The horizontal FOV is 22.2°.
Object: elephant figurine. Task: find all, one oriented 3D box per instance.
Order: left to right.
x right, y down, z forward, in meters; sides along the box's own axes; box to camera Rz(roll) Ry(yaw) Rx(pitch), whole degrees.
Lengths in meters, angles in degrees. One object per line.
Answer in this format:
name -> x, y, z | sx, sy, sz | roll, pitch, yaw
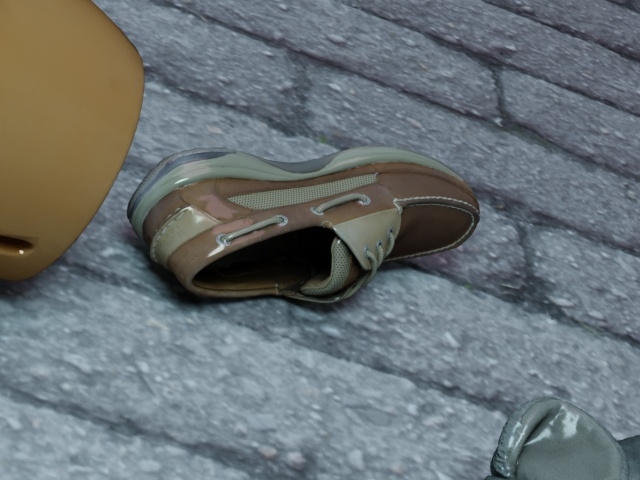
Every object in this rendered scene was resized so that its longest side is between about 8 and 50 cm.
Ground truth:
elephant figurine -> 0.173, 0.196, 1.152 | 0.239, 0.169, 0.186 | 10, 2, 0

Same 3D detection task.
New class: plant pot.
plant pot -> -0.263, -0.101, 1.157 | 0.203, 0.291, 0.291 | 28, 27, -31

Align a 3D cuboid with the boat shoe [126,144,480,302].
boat shoe -> 0.000, 0.000, 1.347 | 0.324, 0.123, 0.116 | -4, 49, -31
